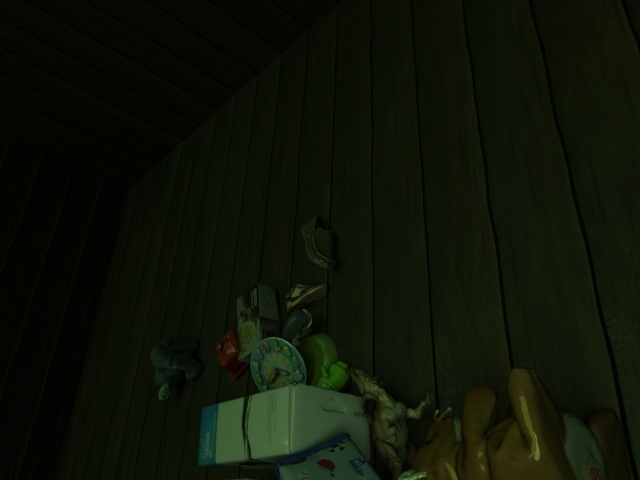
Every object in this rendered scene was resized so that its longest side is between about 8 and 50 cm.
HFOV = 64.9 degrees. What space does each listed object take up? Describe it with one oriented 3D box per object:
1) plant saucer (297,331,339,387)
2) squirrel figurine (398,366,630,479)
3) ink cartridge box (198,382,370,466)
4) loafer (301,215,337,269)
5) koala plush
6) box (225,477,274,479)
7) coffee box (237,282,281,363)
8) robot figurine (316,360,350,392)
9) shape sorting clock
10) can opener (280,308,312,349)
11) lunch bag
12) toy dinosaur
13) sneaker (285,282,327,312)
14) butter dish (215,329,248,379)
[{"bbox_3d":[-0.039,0.398,1.560,0.241,0.037,0.241,-28,50,40],"label":"plant saucer"},{"bbox_3d":[0.315,0.464,0.900,0.370,0.281,0.397,-33,45,45],"label":"squirrel figurine"},{"bbox_3d":[-0.101,0.518,1.359,0.395,0.285,0.166,-28,52,40],"label":"ink cartridge box"},{"bbox_3d":[0.000,0.000,1.687,0.087,0.094,0.251,-53,38,23],"label":"loafer"},{"bbox_3d":[-0.635,0.538,2.110,0.221,0.203,0.196,-61,34,26],"label":"koala plush"},{"bbox_3d":[-0.203,0.847,1.420,0.121,0.148,0.311,-26,53,40],"label":"box"},{"bbox_3d":[-0.218,0.297,1.785,0.141,0.098,0.246,-36,46,33],"label":"coffee box"},{"bbox_3d":[0.036,0.397,1.422,0.067,0.101,0.115,13,50,46],"label":"robot figurine"},{"bbox_3d":[-0.132,0.397,1.540,0.206,0.040,0.206,5,102,26],"label":"shape sorting clock"},{"bbox_3d":[-0.124,0.331,1.591,0.283,0.095,0.076,-55,37,13],"label":"can opener"},{"bbox_3d":[0.068,0.685,1.085,0.328,0.239,0.385,34,129,55],"label":"lunch bag"},{"bbox_3d":[0.163,0.458,1.215,0.200,0.127,0.296,-17,69,54],"label":"toy dinosaur"},{"bbox_3d":[-0.055,0.171,1.680,0.185,0.069,0.084,-36,51,32],"label":"sneaker"},{"bbox_3d":[-0.331,0.400,1.851,0.160,0.118,0.160,-48,39,22],"label":"butter dish"}]
